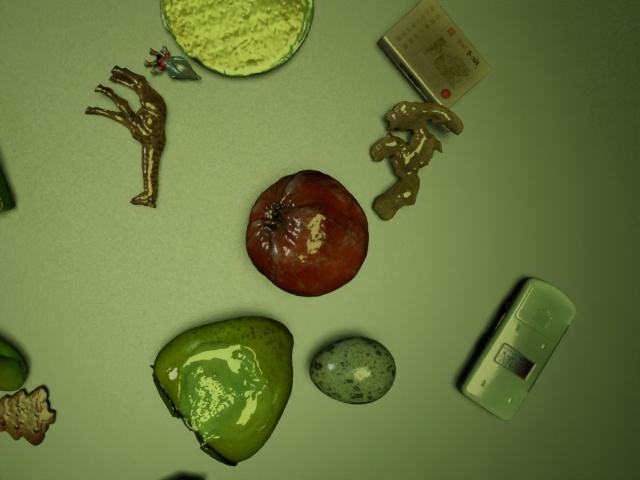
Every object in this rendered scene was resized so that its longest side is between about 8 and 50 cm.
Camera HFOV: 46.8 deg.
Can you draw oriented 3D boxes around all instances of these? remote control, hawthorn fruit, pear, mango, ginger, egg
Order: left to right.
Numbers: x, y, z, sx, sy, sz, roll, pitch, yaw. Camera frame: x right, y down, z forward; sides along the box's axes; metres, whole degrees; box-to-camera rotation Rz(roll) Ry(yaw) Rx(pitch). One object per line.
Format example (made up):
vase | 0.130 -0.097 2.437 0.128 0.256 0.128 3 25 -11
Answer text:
mango | -0.661 0.221 1.371 0.232 0.111 0.125 33 101 -20
pear | -0.154 0.267 1.422 0.292 0.159 0.293 0 89 -10
hawthorn fruit | 0.000 0.000 1.422 0.271 0.242 0.242 28 87 -39
egg | 0.064 0.257 1.464 0.172 0.132 0.132 -1 92 3
ginger | 0.165 -0.169 1.501 0.149 0.065 0.259 33 100 8
remote control | 0.413 0.221 1.551 0.140 0.056 0.296 33 85 -9

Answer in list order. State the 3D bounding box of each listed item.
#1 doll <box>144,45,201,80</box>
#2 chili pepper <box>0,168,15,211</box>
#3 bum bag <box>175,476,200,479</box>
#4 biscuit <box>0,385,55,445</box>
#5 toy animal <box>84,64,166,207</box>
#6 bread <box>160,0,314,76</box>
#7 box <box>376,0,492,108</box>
doll | -0.285 -0.341 1.444 0.114 0.039 0.057 21 46 0
chili pepper | -0.661 -0.219 1.372 0.084 0.076 0.359 -18 96 -25
bum bag | -0.285 0.582 1.458 0.106 0.060 0.233 6 89 1
biscuit | -0.579 0.338 1.428 0.129 0.019 0.120 5 91 -8
toy animal | -0.351 -0.203 1.431 0.149 0.054 0.276 -27 96 -4
bread | -0.164 -0.463 1.455 0.301 0.045 0.302 0 90 -6
box | 0.231 -0.376 1.507 0.141 0.058 0.201 -44 96 -5
